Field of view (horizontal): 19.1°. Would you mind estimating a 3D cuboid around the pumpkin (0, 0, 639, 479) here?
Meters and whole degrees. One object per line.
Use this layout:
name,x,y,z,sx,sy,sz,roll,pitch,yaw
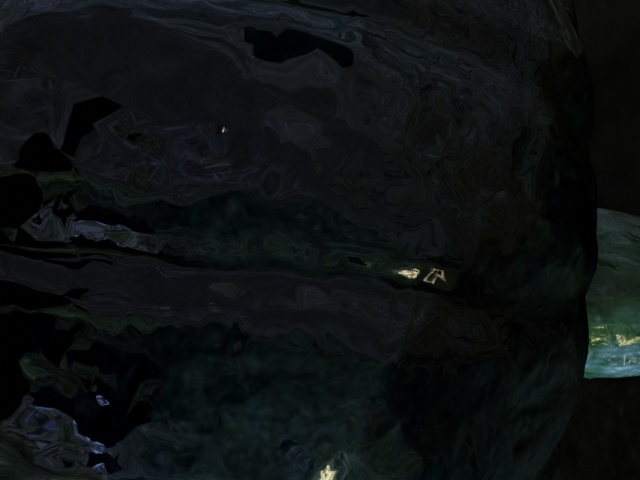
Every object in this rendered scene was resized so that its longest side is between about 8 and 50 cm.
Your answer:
pumpkin,0.000,0.000,0.436,0.248,0.248,0.248,-5,-114,11
